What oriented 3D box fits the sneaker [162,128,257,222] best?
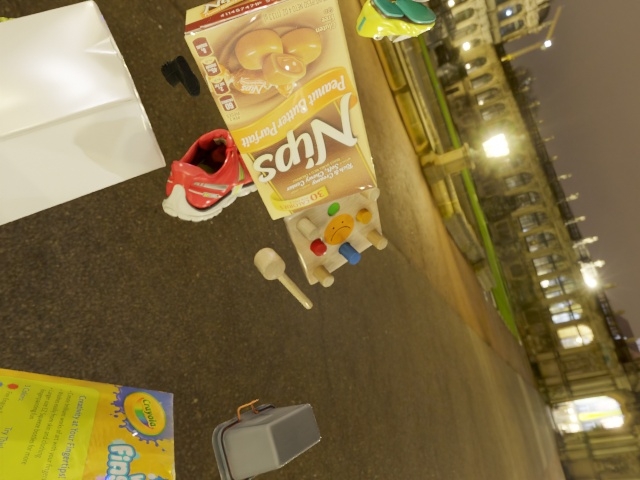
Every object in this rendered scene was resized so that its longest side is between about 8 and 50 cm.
[{"bbox_3d":[-0.157,-0.134,0.771,0.279,0.107,0.118,-62,171,-55],"label":"sneaker"}]

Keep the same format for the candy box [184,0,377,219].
[{"bbox_3d":[-0.039,-0.187,0.659,0.317,0.182,0.088,69,6,-46],"label":"candy box"}]

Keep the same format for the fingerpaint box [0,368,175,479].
[{"bbox_3d":[-0.384,0.361,0.577,0.370,0.163,0.445,17,11,-23],"label":"fingerpaint box"}]

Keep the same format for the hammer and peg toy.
[{"bbox_3d":[0.000,0.000,1.183,0.127,0.361,0.266,44,-19,41],"label":"hammer and peg toy"}]

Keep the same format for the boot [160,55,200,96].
[{"bbox_3d":[-0.395,-0.453,1.293,0.045,0.099,0.121,-42,116,-36],"label":"boot"}]

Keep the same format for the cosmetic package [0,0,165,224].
[{"bbox_3d":[-0.439,-0.153,0.621,0.217,0.384,0.156,62,-17,23],"label":"cosmetic package"}]

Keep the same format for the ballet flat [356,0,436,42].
[{"bbox_3d":[0.148,-0.439,0.928,0.231,0.077,0.077,-25,74,-46],"label":"ballet flat"}]

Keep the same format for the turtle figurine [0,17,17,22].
[{"bbox_3d":[-0.550,-0.283,0.843,0.087,0.269,0.218,-21,116,-58],"label":"turtle figurine"}]

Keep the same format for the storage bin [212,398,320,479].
[{"bbox_3d":[-0.069,0.272,0.649,0.135,0.091,0.098,3,66,-59],"label":"storage bin"}]
